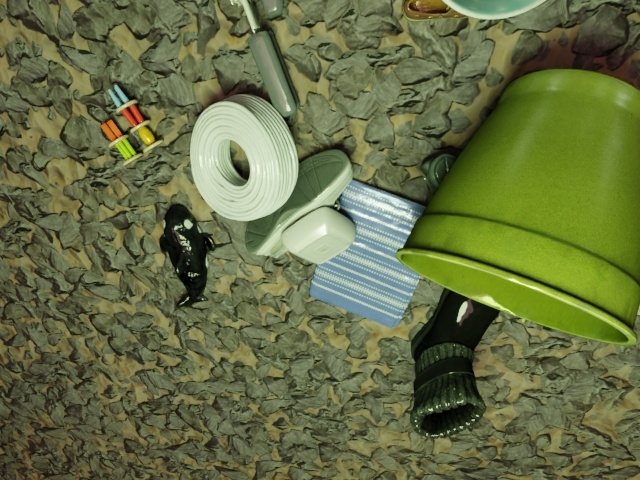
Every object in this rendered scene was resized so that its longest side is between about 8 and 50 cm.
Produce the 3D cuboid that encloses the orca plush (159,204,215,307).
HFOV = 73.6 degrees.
[{"bbox_3d":[-0.358,0.061,1.084,0.151,0.102,0.287,16,119,4],"label":"orca plush"}]

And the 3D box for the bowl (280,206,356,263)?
[{"bbox_3d":[0.000,0.000,0.935,0.142,0.053,0.142,-31,145,24],"label":"bowl"}]

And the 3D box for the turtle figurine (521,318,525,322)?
[{"bbox_3d":[0.549,0.126,0.919,0.217,0.087,0.269,-1,154,21],"label":"turtle figurine"}]

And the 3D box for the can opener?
[{"bbox_3d":[-0.096,-0.382,0.823,0.093,0.074,0.280,-11,114,16],"label":"can opener"}]

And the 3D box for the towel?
[{"bbox_3d":[0.126,0.041,1.018,0.243,0.040,0.336,21,117,4],"label":"towel"}]

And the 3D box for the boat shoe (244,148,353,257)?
[{"bbox_3d":[-0.041,-0.073,0.957,0.103,0.118,0.320,20,124,-45],"label":"boat shoe"}]

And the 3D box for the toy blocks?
[{"bbox_3d":[-0.445,-0.260,0.968,0.123,0.054,0.148,-24,109,21],"label":"toy blocks"}]

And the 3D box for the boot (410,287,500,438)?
[{"bbox_3d":[0.313,0.247,0.948,0.131,0.260,0.348,22,119,0],"label":"boot"}]

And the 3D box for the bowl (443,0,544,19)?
[{"bbox_3d":[0.247,-0.504,0.609,0.311,0.163,0.312,-7,129,-9],"label":"bowl"}]

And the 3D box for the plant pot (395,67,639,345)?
[{"bbox_3d":[0.363,-0.066,0.711,0.366,0.366,0.353,24,84,-1],"label":"plant pot"}]

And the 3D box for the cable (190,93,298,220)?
[{"bbox_3d":[-0.168,-0.169,0.900,0.257,0.089,0.257,-9,105,37],"label":"cable"}]

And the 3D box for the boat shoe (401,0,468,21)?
[{"bbox_3d":[0.231,-0.418,0.744,0.177,0.060,0.064,-4,115,14],"label":"boat shoe"}]

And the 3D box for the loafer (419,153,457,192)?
[{"bbox_3d":[0.313,-0.079,0.902,0.267,0.084,0.096,45,85,-16],"label":"loafer"}]

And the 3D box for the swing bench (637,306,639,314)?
[{"bbox_3d":[0.617,-0.030,0.751,0.254,0.253,0.165,-17,111,18],"label":"swing bench"}]
